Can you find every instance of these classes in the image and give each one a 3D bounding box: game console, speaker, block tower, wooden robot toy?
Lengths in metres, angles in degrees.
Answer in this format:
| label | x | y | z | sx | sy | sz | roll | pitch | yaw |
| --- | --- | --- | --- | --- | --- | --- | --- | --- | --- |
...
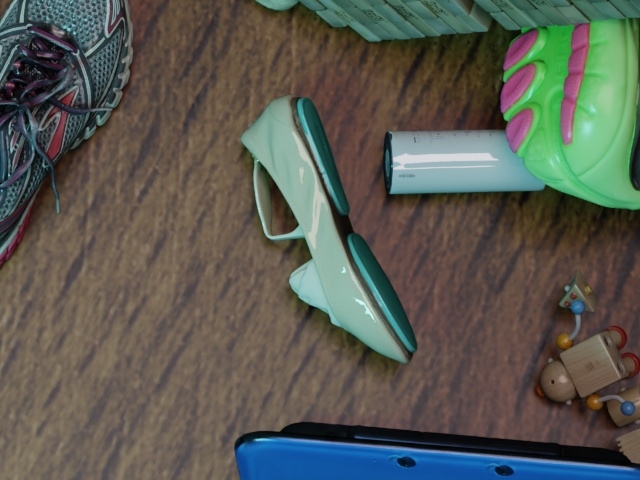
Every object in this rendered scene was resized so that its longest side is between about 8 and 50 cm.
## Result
| label | x | y | z | sx | sy | sz | roll | pitch | yaw |
| --- | --- | --- | --- | --- | --- | --- | --- | --- | --- |
| game console | 0.097 | 0.160 | 1.385 | 0.293 | 0.250 | 0.173 | 5 | 117 | 5 |
| speaker | 0.124 | -0.068 | 1.580 | 0.136 | 0.055 | 0.055 | -2 | 77 | -6 |
| block tower | 0.138 | -0.229 | 1.502 | 0.091 | 0.335 | 0.097 | 33 | 69 | -43 |
| wooden robot toy | 0.223 | 0.118 | 1.554 | 0.079 | 0.076 | 0.173 | -29 | 79 | 25 |

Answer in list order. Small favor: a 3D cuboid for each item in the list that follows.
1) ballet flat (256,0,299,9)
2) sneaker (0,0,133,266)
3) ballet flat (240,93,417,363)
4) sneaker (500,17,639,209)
| label | x | y | z | sx | sy | sz | roll | pitch | yaw |
| --- | --- | --- | --- | --- | --- | --- | --- | --- | --- |
| ballet flat | -0.084 | -0.261 | 1.606 | 0.168 | 0.052 | 0.057 | 32 | 76 | 3 |
| sneaker | -0.242 | -0.104 | 1.526 | 0.121 | 0.112 | 0.299 | 23 | 75 | 0 |
| ballet flat | 0.000 | 0.000 | 1.549 | 0.086 | 0.086 | 0.248 | -21 | 78 | -10 |
| sneaker | 0.291 | -0.240 | 1.600 | 0.202 | 0.185 | 0.483 | 27 | 70 | -29 |
